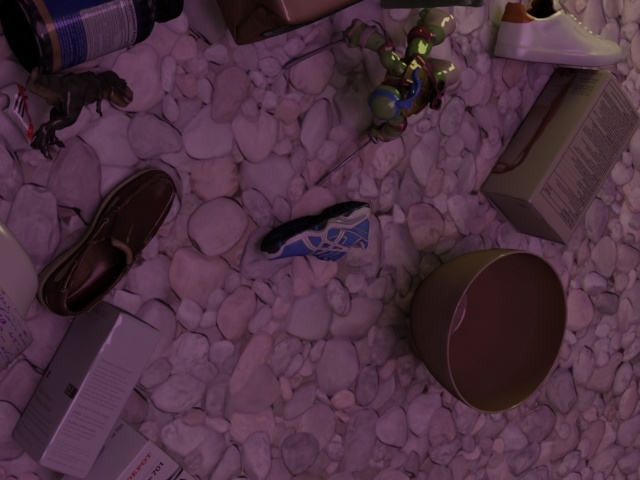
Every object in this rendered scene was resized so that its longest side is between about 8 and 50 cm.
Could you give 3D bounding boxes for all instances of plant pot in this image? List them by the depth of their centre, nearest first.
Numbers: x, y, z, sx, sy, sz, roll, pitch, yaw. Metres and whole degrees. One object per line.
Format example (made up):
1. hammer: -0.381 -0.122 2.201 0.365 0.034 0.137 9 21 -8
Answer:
1. plant pot: 0.267 0.140 1.798 0.284 0.191 0.284 -8 105 -34

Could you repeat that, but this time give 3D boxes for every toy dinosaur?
1. toy dinosaur: -0.335 -0.172 1.329 0.118 0.064 0.268 -62 171 12

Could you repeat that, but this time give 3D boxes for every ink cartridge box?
1. ink cartridge box: -0.276 0.366 1.502 0.140 0.082 0.191 -50 144 -15

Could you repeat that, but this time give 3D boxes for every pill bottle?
1. pill bottle: -0.296 -0.303 1.334 0.219 0.122 0.123 -28 116 -28

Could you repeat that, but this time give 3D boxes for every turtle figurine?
1. turtle figurine: 0.097 -0.265 1.638 0.198 0.274 0.266 56 46 -7

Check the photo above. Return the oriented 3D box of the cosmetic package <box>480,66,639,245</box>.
1. cosmetic package: 0.449 -0.160 1.896 0.153 0.129 0.296 44 74 -36

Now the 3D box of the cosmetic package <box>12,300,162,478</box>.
1. cosmetic package: -0.329 0.202 1.434 0.085 0.117 0.231 31 82 -37

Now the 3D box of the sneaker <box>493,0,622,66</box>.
1. sneaker: 0.447 -0.381 1.855 0.290 0.106 0.123 -2 105 -34

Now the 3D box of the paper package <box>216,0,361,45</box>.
1. paper package: -0.014 -0.475 1.428 0.324 0.168 0.310 -29 101 -27

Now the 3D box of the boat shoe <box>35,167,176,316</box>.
1. boat shoe: -0.283 0.008 1.432 0.257 0.095 0.095 -53 125 -14

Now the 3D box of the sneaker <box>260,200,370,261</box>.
1. sneaker: 0.000 0.000 1.643 0.211 0.080 0.081 -18 108 -30

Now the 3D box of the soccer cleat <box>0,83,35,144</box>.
1. soccer cleat: -0.401 -0.166 1.352 0.035 0.029 0.083 -16 107 -23

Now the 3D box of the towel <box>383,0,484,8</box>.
1. towel: 0.165 -0.516 1.535 0.038 0.248 0.325 -11 106 -28

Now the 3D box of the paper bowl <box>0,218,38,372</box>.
1. paper bowl: -0.449 0.029 1.204 0.148 0.284 0.284 -46 123 -24
